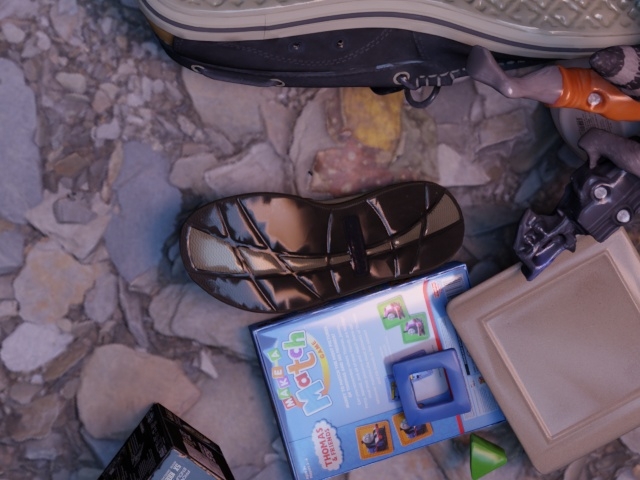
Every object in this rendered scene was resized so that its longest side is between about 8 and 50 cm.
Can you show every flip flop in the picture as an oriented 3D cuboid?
[{"bbox_3d":[0.000,0.000,1.641,0.277,0.080,0.112,-11,94,-24],"label":"flip flop"}]

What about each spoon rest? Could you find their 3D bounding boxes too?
[{"bbox_3d":[0.290,-0.064,1.669,0.084,0.137,0.276,-33,116,-40],"label":"spoon rest"}]

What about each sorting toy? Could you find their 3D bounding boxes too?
[{"bbox_3d":[0.239,0.095,1.652,0.348,0.047,0.196,-29,98,8],"label":"sorting toy"}]

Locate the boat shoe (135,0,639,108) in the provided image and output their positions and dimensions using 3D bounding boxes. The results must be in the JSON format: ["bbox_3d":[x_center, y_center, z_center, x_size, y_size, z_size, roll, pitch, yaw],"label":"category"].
[{"bbox_3d":[0.081,-0.221,1.578,0.500,0.156,0.187,-2,67,-7],"label":"boat shoe"}]

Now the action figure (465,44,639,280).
[{"bbox_3d":[0.278,-0.082,1.489,0.330,0.178,0.341,32,106,-32],"label":"action figure"}]

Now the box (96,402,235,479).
[{"bbox_3d":[-0.153,0.241,1.584,0.077,0.180,0.147,37,89,-12],"label":"box"}]

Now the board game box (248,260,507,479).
[{"bbox_3d":[0.055,0.126,1.679,0.211,0.039,0.160,-17,100,-9],"label":"board game box"}]
